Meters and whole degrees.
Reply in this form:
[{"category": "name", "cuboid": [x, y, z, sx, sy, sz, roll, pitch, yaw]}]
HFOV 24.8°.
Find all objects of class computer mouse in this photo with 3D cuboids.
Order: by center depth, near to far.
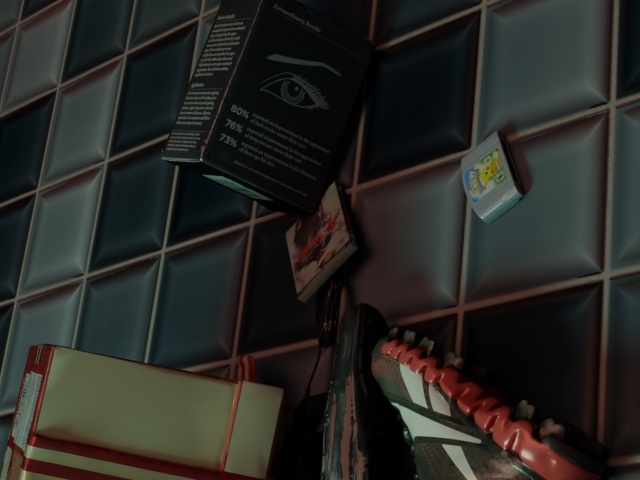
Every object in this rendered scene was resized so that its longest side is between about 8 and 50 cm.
[{"category": "computer mouse", "cuboid": [0.002, 0.147, 1.457, 0.071, 0.041, 0.242, 131, 153, -62]}]

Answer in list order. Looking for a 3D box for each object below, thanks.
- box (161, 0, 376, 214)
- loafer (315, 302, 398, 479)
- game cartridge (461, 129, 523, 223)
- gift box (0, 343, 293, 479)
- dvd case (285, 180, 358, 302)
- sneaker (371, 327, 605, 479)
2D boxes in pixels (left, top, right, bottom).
[{"category": "box", "cuboid": [-0.056, -0.152, 1.579, 0.108, 0.153, 0.207, 8, 75, 60]}, {"category": "loafer", "cuboid": [0.029, 0.168, 1.375, 0.078, 0.076, 0.223, -16, 62, 35]}, {"category": "game cartridge", "cuboid": [0.162, -0.060, 1.393, 0.056, 0.017, 0.083, -43, 43, 32]}, {"category": "gift box", "cuboid": [-0.174, 0.223, 1.430, 0.276, 0.258, 0.255, -178, 101, -76]}, {"category": "dvd case", "cuboid": [0.000, 0.000, 1.534, 0.087, 0.013, 0.119, -46, 31, 23]}, {"category": "sneaker", "cuboid": [0.116, 0.173, 1.252, 0.276, 0.097, 0.135, 34, 95, 51]}]
